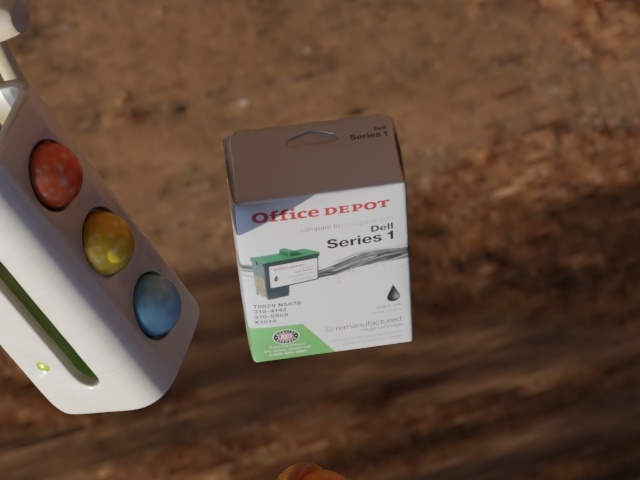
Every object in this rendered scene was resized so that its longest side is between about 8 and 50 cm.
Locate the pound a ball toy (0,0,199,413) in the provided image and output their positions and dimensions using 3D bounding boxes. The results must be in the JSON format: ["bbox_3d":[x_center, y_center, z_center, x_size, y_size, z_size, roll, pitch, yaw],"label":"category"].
[{"bbox_3d":[-0.212,-0.037,1.644,0.135,0.208,0.319,-9,133,30],"label":"pound a ball toy"}]

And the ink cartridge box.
[{"bbox_3d":[0.000,0.000,1.834,0.160,0.092,0.219,-8,137,-2],"label":"ink cartridge box"}]

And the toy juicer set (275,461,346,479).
[{"bbox_3d":[0.008,0.323,1.562,0.209,0.329,0.089,-21,149,-16],"label":"toy juicer set"}]
